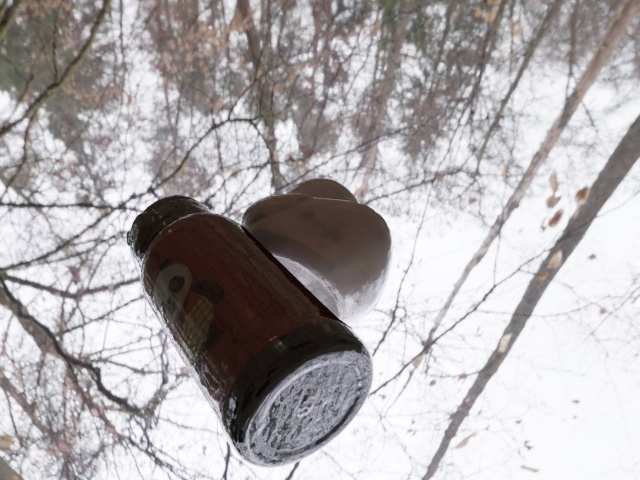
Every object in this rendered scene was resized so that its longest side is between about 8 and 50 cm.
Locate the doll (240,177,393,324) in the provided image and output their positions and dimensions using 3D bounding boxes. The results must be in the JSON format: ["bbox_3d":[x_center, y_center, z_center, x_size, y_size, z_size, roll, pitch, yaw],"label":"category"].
[{"bbox_3d":[0.000,0.000,0.796,0.221,0.251,0.220,9,-106,-34],"label":"doll"}]

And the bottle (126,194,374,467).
[{"bbox_3d":[-0.098,0.064,0.607,0.144,0.143,0.336,-24,-140,-24],"label":"bottle"}]
